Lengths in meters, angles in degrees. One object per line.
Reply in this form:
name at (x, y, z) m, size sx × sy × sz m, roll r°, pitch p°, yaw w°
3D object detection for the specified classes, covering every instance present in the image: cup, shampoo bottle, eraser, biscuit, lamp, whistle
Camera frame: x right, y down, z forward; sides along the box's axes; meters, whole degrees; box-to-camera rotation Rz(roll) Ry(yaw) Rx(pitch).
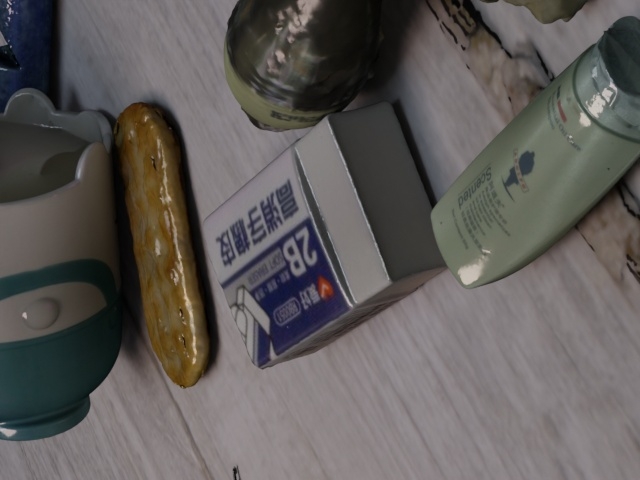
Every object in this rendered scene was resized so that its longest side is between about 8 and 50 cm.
cup at (-0.301, 0.010, 1.596) m, size 0.290 × 0.219 × 0.257 m, roll 36°, pitch 134°, yaw 53°
shampoo bottle at (0.129, -0.044, 0.994) m, size 0.212 × 0.049 × 0.072 m, roll -54°, pitch 51°, yaw 53°
eraser at (0.000, 0.000, 1.220) m, size 0.210 × 0.068 × 0.124 m, roll -36°, pitch 71°, yaw 58°
biscuit at (-0.137, 0.005, 1.498) m, size 0.118 × 0.029 × 0.247 m, roll 0°, pitch 101°, yaw 61°
lamp at (-0.012, -0.131, 1.143) m, size 0.250 × 0.101 × 0.101 m, roll 120°, pitch 131°, yaw -70°
whistle at (-0.271, -0.240, 1.605) m, size 0.062 × 0.062 × 0.304 m, roll 45°, pitch 138°, yaw 44°

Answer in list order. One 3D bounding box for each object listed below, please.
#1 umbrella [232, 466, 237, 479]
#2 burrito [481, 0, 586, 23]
umbrella at (-0.064, 0.265, 1.487) m, size 0.022 × 0.022 × 0.148 m, roll -14°, pitch 89°, yaw 19°
burrito at (0.037, -0.246, 0.995) m, size 0.332 × 0.135 × 0.190 m, roll 37°, pitch 125°, yaw 44°
